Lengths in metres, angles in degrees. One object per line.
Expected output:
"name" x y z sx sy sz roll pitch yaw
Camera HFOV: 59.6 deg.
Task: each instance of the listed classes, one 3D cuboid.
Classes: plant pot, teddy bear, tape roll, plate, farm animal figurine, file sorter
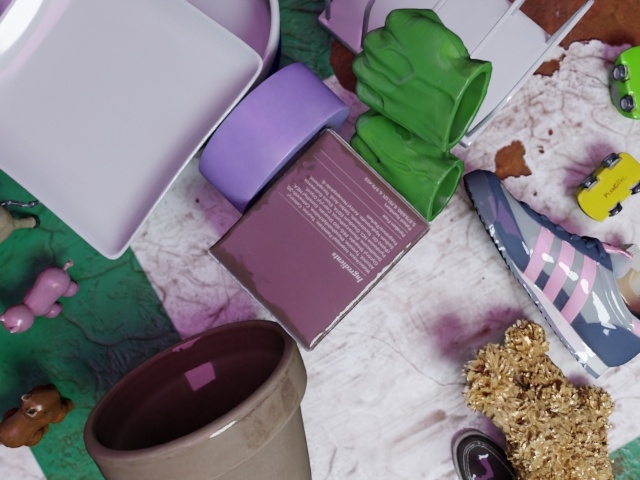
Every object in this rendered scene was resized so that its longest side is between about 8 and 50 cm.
"plant pot" -0.111 0.258 0.680 0.263 0.263 0.229 -22 106 0
"teddy bear" 0.297 0.263 0.692 0.245 0.113 0.338 1 70 -41
"tape roll" -0.056 -0.123 0.699 0.080 0.189 0.189 44 89 1
"plate" -0.246 -0.167 0.629 0.278 0.045 0.277 38 95 4
"farm animal figurine" -0.480 0.130 0.704 0.327 0.172 0.330 -15 88 0
"file sorter" 0.162 -0.292 0.710 0.278 0.173 0.193 41 90 1

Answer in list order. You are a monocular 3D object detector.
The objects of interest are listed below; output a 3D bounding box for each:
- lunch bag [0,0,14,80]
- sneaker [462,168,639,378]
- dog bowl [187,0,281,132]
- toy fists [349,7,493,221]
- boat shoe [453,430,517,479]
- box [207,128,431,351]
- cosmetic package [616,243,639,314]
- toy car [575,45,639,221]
"lunch bag" -0.440 -0.254 0.724 0.223 0.160 0.262 15 102 -4
"sneaker" 0.314 0.018 0.721 0.131 0.112 0.319 -36 96 19
"dog bowl" -0.184 -0.277 0.743 0.265 0.104 0.264 0 88 -1
"toy fists" 0.108 -0.144 0.662 0.142 0.279 0.096 37 69 20
"boat shoe" 0.257 0.362 0.743 0.081 0.068 0.227 -32 89 0
"box" 0.000 0.000 0.705 0.167 0.168 0.203 45 89 1
"cosmetic package" 0.429 0.067 0.763 0.060 0.041 0.115 -35 88 -1
"toy car" 0.445 -0.149 0.763 0.239 0.053 0.224 -11 88 0
